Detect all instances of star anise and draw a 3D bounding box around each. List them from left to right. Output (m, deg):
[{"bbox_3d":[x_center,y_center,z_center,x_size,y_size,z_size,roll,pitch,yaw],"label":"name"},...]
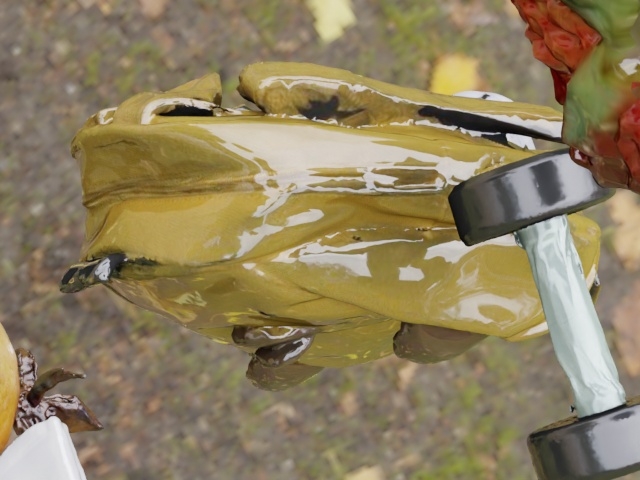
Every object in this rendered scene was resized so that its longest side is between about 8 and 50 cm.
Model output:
[{"bbox_3d":[-0.306,0.150,2.056,0.140,0.144,0.158,32,35,16],"label":"star anise"}]

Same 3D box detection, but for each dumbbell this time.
[{"bbox_3d":[0.149,0.045,1.142,0.100,0.100,0.191,-12,84,-47],"label":"dumbbell"}]

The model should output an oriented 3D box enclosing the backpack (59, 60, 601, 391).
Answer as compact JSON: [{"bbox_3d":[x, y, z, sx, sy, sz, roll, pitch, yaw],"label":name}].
[{"bbox_3d":[-0.001,-0.006,1.366,0.378,0.353,0.201,6,79,-27],"label":"backpack"}]

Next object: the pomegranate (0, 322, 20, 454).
[{"bbox_3d":[-0.416,0.135,1.816,0.229,0.252,0.270,45,21,-41],"label":"pomegranate"}]

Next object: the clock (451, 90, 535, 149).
[{"bbox_3d":[0.142,-0.053,1.783,0.176,0.117,0.080,66,24,-20],"label":"clock"}]

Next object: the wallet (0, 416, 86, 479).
[{"bbox_3d":[-0.201,0.234,1.432,0.032,0.124,0.183,9,47,-43],"label":"wallet"}]

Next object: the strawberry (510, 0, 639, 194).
[{"bbox_3d":[0.212,-0.142,0.851,0.257,0.261,0.261,-30,89,-26],"label":"strawberry"}]
